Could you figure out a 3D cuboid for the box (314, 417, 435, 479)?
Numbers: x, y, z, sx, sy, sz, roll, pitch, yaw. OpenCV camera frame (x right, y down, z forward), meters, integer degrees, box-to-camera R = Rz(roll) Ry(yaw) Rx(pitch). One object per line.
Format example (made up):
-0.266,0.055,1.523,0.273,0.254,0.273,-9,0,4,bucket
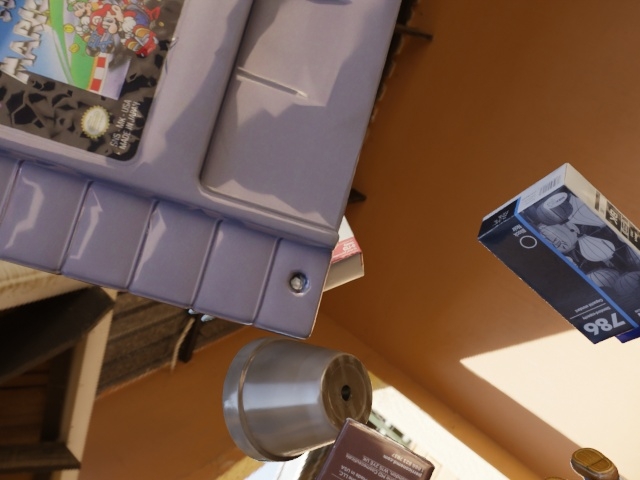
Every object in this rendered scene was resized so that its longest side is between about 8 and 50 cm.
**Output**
0.014,0.451,0.746,0.381,0.143,0.191,-58,-22,-21,box

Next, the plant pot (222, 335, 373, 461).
-0.033,0.386,1.422,0.281,0.322,0.323,-18,2,40,plant pot

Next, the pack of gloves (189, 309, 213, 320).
-0.196,0.051,1.197,0.232,0.194,0.046,-18,2,-20,pack of gloves

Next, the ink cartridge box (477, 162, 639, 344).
0.412,0.049,0.846,0.165,0.333,0.065,-43,12,45,ink cartridge box

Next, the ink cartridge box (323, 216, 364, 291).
0.000,0.000,1.199,0.128,0.176,0.128,-22,-26,-4,ink cartridge box

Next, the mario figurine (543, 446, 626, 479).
0.447,0.509,0.936,0.198,0.320,0.170,-21,9,11,mario figurine

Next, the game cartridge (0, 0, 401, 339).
-0.069,-0.138,0.352,0.068,0.230,0.354,173,113,-72,game cartridge
